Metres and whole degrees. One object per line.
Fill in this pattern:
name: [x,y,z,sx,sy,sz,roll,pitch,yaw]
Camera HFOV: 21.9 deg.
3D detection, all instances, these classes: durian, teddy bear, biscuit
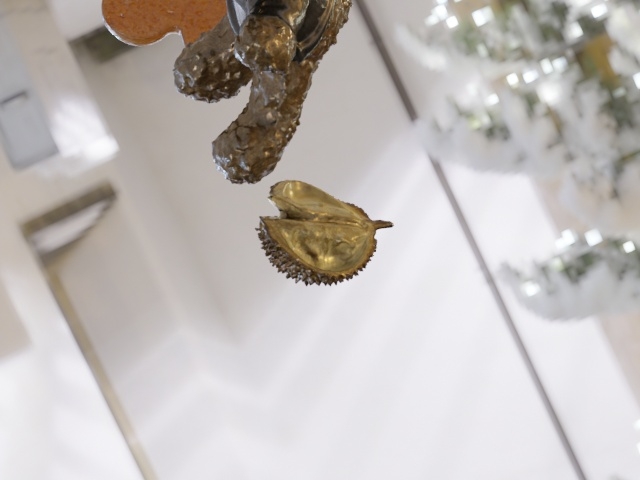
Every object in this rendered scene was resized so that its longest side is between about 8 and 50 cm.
durian: [-0.001,-0.002,1.552,0.140,0.110,0.071,-3,157,-27]
teddy bear: [-0.040,-0.176,1.197,0.129,0.182,0.251,-20,144,-18]
biscuit: [-0.120,-0.268,1.853,0.250,0.165,0.036,-9,163,-8]
